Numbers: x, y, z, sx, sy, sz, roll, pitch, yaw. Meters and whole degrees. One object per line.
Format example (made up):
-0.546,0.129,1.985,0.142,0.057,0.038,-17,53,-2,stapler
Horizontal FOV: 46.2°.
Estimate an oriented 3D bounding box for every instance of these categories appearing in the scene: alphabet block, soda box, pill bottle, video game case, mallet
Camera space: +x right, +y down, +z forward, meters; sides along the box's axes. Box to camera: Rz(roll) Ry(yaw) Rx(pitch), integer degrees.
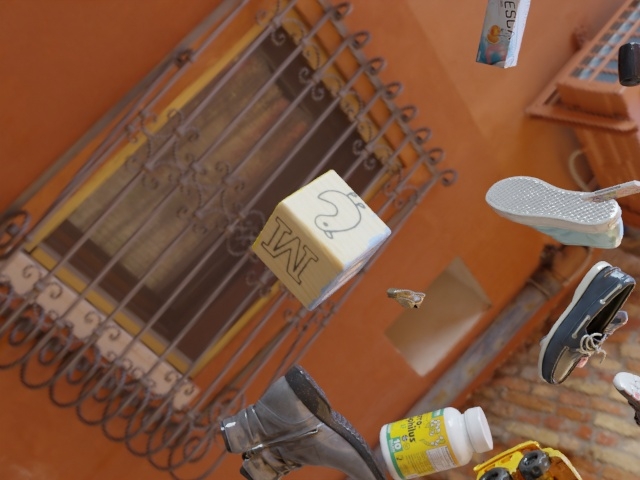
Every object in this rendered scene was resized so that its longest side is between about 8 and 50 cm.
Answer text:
0.000,0.000,1.645,0.197,0.192,0.193,46,-43,8,alphabet block
0.329,-0.402,1.323,0.058,0.183,0.063,21,26,29,soda box
0.236,0.408,1.523,0.117,0.208,0.117,-19,90,-73,pill bottle
0.640,-0.104,1.623,0.087,0.011,0.122,4,-15,-45,video game case
0.544,-0.277,1.125,0.039,0.190,0.062,46,39,-70,mallet

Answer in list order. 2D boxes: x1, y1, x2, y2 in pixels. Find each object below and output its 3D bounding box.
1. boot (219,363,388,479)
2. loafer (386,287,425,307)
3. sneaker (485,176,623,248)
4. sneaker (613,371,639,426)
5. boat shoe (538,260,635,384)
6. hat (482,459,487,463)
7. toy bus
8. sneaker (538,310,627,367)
-0.030,0.435,1.505,0.338,0.223,0.118,50,-4,-1,boot
0.237,0.161,2.068,0.148,0.050,0.056,11,-4,-43,loafer
0.581,-0.051,1.883,0.366,0.135,0.150,24,-26,47,sneaker
0.527,0.279,1.215,0.158,0.061,0.065,38,-52,-3,sneaker
0.488,0.164,1.371,0.095,0.254,0.079,17,16,-42,boat shoe
0.561,0.607,1.868,0.173,0.208,0.183,155,-84,-71,hat
0.437,0.502,1.586,0.149,0.220,0.211,53,19,-6,toy bus
0.828,0.321,2.331,0.112,0.131,0.319,12,-34,-30,sneaker
